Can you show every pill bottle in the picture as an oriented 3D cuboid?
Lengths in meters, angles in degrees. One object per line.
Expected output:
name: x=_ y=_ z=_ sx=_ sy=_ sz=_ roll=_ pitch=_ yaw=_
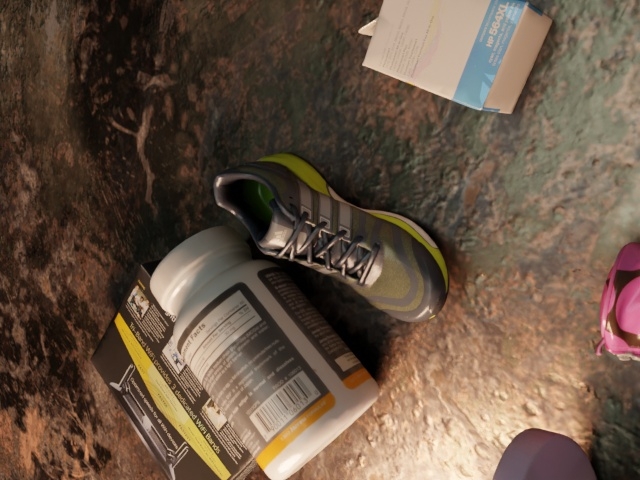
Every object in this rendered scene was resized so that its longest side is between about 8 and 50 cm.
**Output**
pill bottle: x=-0.074 y=0.125 z=0.660 sx=0.278 sy=0.162 sz=0.162 roll=49 pitch=123 yaw=18

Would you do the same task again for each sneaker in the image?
sneaker: x=0.000 y=0.000 z=0.604 sx=0.300 sy=0.121 sz=0.111 roll=31 pitch=116 yaw=27

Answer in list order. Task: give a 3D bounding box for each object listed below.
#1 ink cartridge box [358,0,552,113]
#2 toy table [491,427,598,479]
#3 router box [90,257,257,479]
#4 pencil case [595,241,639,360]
ink cartridge box: x=0.116 y=-0.184 z=0.502 sx=0.143 sy=0.092 sz=0.090 roll=31 pitch=116 yaw=26
toy table: x=0.244 y=0.305 z=0.435 sx=0.161 sy=0.252 sz=0.274 roll=0 pitch=112 yaw=52
router box: x=-0.197 y=0.214 z=0.815 sx=0.309 sy=0.081 sz=0.243 roll=49 pitch=123 yaw=17
pencil case: x=0.324 y=0.073 z=0.410 sx=0.209 sy=0.095 sz=0.098 roll=16 pitch=78 yaw=33
